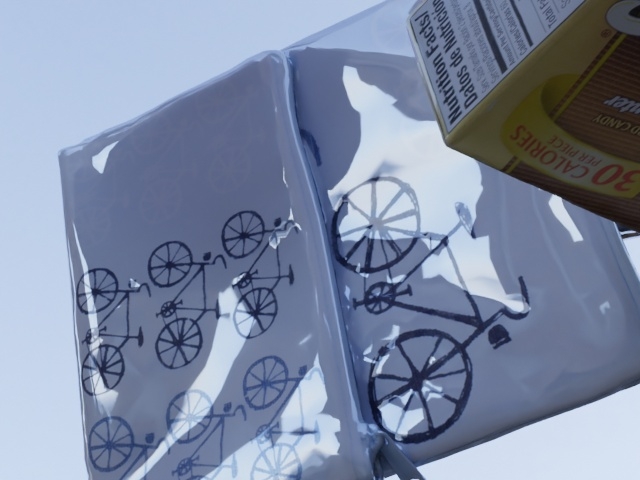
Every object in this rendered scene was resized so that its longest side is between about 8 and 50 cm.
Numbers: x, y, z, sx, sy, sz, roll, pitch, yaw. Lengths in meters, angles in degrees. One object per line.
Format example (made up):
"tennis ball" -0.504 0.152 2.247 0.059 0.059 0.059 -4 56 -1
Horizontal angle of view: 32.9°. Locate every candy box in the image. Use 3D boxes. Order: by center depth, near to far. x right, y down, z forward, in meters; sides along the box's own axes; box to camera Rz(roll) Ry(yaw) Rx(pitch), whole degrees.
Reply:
"candy box" 0.206 -0.134 0.427 0.183 0.087 0.316 20 -49 -33

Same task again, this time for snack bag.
"snack bag" 0.000 0.000 0.636 0.342 0.323 0.037 -22 -35 15

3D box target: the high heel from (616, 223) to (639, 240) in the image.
"high heel" 0.255 -0.050 0.883 0.186 0.261 0.093 -18 -81 16
